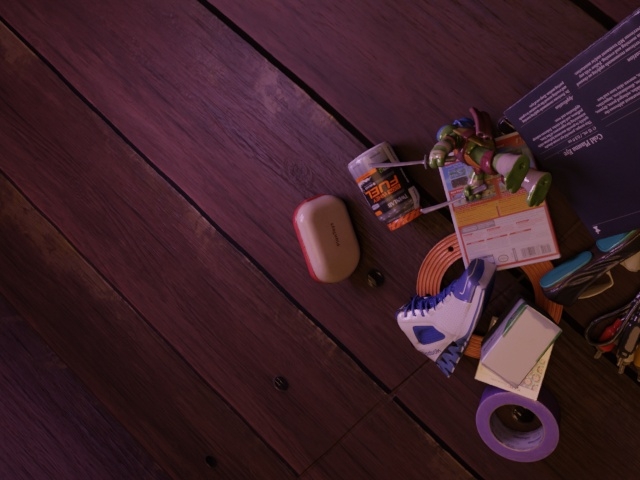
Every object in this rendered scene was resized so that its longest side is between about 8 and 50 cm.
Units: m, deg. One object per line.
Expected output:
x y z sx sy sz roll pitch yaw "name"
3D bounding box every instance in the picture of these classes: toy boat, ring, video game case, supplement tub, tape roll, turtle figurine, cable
0.000 0.000 1.378 0.151 0.151 0.231 -6 105 59 "toy boat"
0.397 0.128 1.264 0.336 0.032 0.337 9 110 25 "ring"
0.392 -0.078 1.176 0.204 0.025 0.285 -15 89 30 "video game case"
0.158 -0.127 1.252 0.117 0.117 0.190 -31 91 31 "supplement tub"
0.481 0.434 1.289 0.189 0.080 0.189 8 110 24 "tape roll"
0.450 0.271 1.227 0.143 0.019 0.157 17 94 21 "video game case"
0.300 -0.125 1.079 0.266 0.274 0.198 36 159 51 "turtle figurine"
0.676 0.152 1.133 0.139 0.072 0.287 28 105 35 "cable"

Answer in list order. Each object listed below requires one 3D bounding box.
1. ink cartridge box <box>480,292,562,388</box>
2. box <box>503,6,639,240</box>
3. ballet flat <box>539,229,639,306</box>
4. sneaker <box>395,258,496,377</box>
0.417 0.204 1.120 0.087 0.208 0.153 36 101 13 "ink cartridge box"
0.551 -0.203 0.899 0.312 0.179 0.343 56 162 1 "box"
0.595 0.041 1.102 0.096 0.095 0.280 42 117 -7 "ballet flat"
0.272 0.170 1.229 0.182 0.127 0.315 26 130 20 "sneaker"
